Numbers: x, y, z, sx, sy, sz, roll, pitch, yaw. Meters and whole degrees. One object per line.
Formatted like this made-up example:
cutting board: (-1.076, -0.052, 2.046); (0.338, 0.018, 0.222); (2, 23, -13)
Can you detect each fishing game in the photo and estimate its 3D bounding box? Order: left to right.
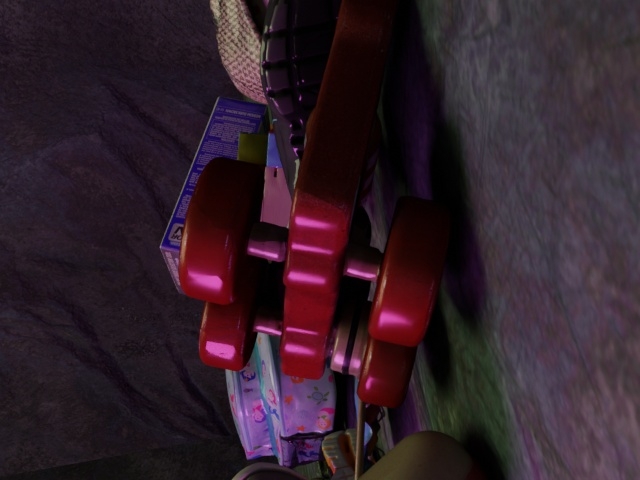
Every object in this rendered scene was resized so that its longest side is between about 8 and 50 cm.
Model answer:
fishing game: (0.057, 0.198, 0.866); (0.264, 0.041, 0.189); (78, -165, -65)

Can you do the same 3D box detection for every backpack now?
backpack: (-0.051, 0.212, 1.303); (0.253, 0.191, 0.225); (96, 165, -48)

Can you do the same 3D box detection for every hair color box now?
hair color box: (-0.182, -0.076, 1.559); (0.185, 0.110, 0.338); (86, -161, -61)

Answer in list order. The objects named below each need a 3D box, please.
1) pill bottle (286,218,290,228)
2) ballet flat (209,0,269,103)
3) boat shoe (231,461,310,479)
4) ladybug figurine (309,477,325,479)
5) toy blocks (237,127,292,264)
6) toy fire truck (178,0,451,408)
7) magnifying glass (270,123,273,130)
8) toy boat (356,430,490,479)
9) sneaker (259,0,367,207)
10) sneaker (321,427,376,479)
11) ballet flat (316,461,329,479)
pill bottle: (0.000, 0.000, 0.968); (0.152, 0.086, 0.086); (131, 130, -80)
ballet flat: (-0.064, -0.383, 0.867); (0.182, 0.164, 0.482); (7, 113, 61)
boat shoe: (-0.001, 0.407, 1.061); (0.324, 0.116, 0.097); (56, 168, -27)
ladybug figurine: (-0.018, 0.617, 1.587); (0.449, 0.162, 0.305); (131, 130, -81)
toy blocks: (-0.086, -0.061, 1.341); (0.381, 0.191, 0.260); (-111, 25, -84)
toy fire truck: (0.012, -0.025, 0.663); (0.302, 0.169, 0.253); (94, -170, -60)
magnifying glass: (-0.070, -0.161, 1.613); (0.231, 0.026, 0.092); (-111, 13, -52)
toy boat: (0.071, 0.242, 0.607); (0.151, 0.151, 0.231); (46, 161, 18)
sneaker: (-0.017, -0.138, 0.812); (0.106, 0.101, 0.267); (-125, 26, -55)
sneaker: (0.048, 0.319, 1.043); (0.215, 0.084, 0.083); (-91, -9, -72)
ballet flat: (0.009, 0.434, 1.690); (0.041, 0.041, 0.114); (-120, 21, -71)
